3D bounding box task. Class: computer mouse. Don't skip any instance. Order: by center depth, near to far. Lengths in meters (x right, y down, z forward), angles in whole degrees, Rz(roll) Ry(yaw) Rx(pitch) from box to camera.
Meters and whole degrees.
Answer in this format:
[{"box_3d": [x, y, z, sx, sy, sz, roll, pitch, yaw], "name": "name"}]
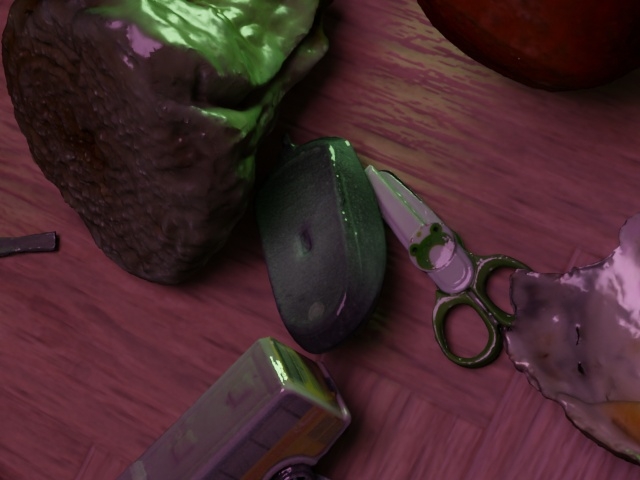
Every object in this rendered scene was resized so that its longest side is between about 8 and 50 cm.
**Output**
[{"box_3d": [0.004, 0.003, 1.575, 0.113, 0.068, 0.229, -34, 48, 27], "name": "computer mouse"}]

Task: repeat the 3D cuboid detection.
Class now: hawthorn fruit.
[{"box_3d": [0.156, -0.248, 1.473, 0.300, 0.254, 0.254, 15, 80, 16], "name": "hawthorn fruit"}]

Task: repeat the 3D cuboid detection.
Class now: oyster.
[{"box_3d": [0.275, 0.090, 1.402, 0.275, 0.100, 0.271, -13, 66, 34], "name": "oyster"}]

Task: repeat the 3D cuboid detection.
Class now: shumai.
[{"box_3d": [-0.105, -0.145, 1.624, 0.263, 0.304, 0.309, -37, 38, -26], "name": "shumai"}]

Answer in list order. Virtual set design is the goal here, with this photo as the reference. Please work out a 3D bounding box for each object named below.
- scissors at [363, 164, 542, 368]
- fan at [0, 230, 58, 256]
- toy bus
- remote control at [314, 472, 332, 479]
[{"box_3d": [0.100, 0.009, 1.549, 0.101, 0.027, 0.204, -41, 63, 7], "name": "scissors"}, {"box_3d": [-0.398, 0.014, 1.789, 0.335, 0.011, 0.230, -7, 72, 23], "name": "fan"}, {"box_3d": [-0.095, 0.201, 1.518, 0.268, 0.106, 0.092, -45, 40, 13], "name": "toy bus"}, {"box_3d": [0.039, 0.239, 1.503, 0.162, 0.029, 0.061, 21, 85, 24], "name": "remote control"}]
